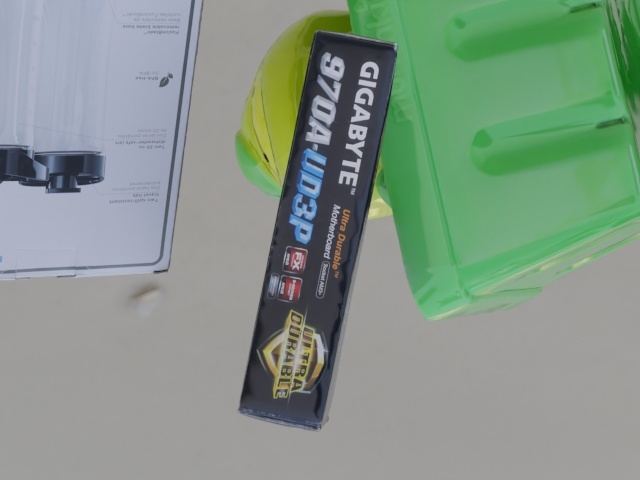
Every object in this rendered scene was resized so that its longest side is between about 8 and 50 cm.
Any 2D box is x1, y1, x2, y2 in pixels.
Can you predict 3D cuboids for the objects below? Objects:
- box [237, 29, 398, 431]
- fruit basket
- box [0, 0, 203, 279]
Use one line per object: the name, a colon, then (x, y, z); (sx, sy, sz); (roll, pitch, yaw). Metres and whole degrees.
box: (0.000, 0.000, 0.960); (0.051, 0.220, 0.175); (11, 175, 2)
fruit basket: (0.061, -0.117, 1.217); (0.392, 0.392, 0.283); (-39, 166, 18)
box: (-0.165, -0.119, 0.972); (0.169, 0.087, 0.290); (-4, 121, -22)
